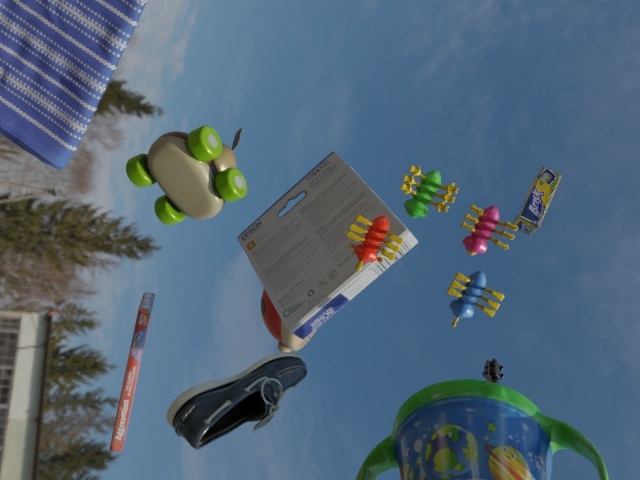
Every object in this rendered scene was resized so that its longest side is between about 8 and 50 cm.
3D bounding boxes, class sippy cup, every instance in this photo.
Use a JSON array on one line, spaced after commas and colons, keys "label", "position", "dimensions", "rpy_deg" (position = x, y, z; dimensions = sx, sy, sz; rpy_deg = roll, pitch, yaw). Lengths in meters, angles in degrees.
[{"label": "sippy cup", "position": [0.210, 0.350, 0.758], "dimensions": [0.305, 0.240, 0.224], "rpy_deg": [-51, -169, 29]}]

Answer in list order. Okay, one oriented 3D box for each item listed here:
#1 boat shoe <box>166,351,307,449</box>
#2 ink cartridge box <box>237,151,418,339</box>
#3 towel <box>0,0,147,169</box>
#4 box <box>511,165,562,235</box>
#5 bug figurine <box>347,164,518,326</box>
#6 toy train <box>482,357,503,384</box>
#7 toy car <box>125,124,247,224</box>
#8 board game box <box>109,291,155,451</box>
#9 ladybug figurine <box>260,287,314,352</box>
[{"label": "boat shoe", "position": [-0.105, 0.239, 0.846], "dimensions": [0.079, 0.255, 0.095], "rpy_deg": [36, -64, 33]}, {"label": "ink cartridge box", "position": [0.000, 0.000, 1.251], "dimensions": [0.324, 0.071, 0.330], "rpy_deg": [-41, -134, 6]}, {"label": "towel", "position": [-0.419, -0.302, 0.830], "dimensions": [0.335, 0.243, 0.040], "rpy_deg": [-56, 179, 19]}, {"label": "box", "position": [0.533, -0.098, 1.375], "dimensions": [0.168, 0.054, 0.059], "rpy_deg": [-59, 172, -21]}, {"label": "bug figurine", "position": [0.196, 0.005, 0.950], "dimensions": [0.216, 0.279, 0.072], "rpy_deg": [-59, 178, 7]}, {"label": "toy train", "position": [0.307, 0.269, 0.995], "dimensions": [0.036, 0.027, 0.158], "rpy_deg": [-44, -170, 32]}, {"label": "toy car", "position": [-0.195, -0.136, 0.929], "dimensions": [0.155, 0.148, 0.188], "rpy_deg": [-17, -151, 24]}, {"label": "board game box", "position": [-0.373, 0.254, 1.110], "dimensions": [0.145, 0.027, 0.280], "rpy_deg": [-155, -102, -73]}, {"label": "ladybug figurine", "position": [-0.048, 0.093, 1.568], "dimensions": [0.305, 0.162, 0.448], "rpy_deg": [77, 32, -68]}]
